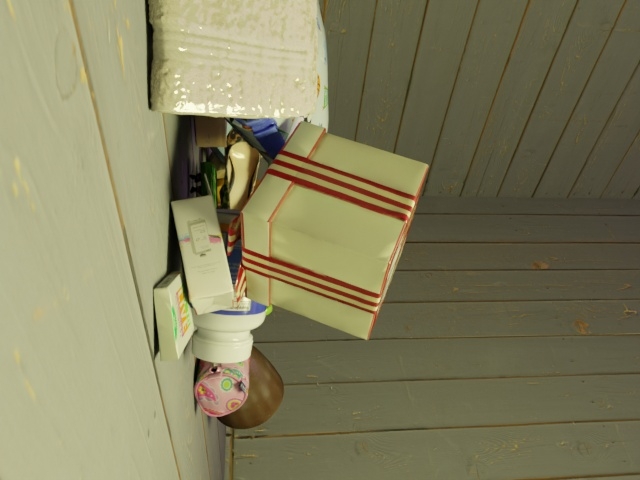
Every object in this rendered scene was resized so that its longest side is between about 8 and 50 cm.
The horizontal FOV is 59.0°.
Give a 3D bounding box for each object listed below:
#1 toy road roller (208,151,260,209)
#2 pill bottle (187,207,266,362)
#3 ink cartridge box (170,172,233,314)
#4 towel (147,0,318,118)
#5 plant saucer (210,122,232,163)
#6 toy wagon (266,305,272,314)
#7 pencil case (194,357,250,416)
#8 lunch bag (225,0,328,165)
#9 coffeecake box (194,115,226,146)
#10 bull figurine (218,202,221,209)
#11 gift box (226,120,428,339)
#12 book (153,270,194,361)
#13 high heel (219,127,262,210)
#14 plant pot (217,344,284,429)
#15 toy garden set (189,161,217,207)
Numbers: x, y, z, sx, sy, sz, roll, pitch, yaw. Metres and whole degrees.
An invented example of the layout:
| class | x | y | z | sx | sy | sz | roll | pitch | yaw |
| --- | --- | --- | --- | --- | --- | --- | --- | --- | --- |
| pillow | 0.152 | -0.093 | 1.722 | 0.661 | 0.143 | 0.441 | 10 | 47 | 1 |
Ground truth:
| class | x | y | z | sx | sy | sz | roll | pitch | yaw |
| --- | --- | --- | --- | --- | --- | --- | --- | --- | --- |
| toy road roller | -0.200 | -0.100 | 1.631 | 0.202 | 0.241 | 0.329 | -98 | -169 | -49 |
| pill bottle | -0.172 | 0.081 | 1.056 | 0.152 | 0.152 | 0.271 | -132 | -132 | -80 |
| ink cartridge box | -0.189 | 0.007 | 0.894 | 0.115 | 0.067 | 0.198 | 112 | -35 | -69 |
| towel | -0.108 | -0.261 | 0.765 | 0.049 | 0.282 | 0.187 | 9 | -77 | 41 |
| plant saucer | -0.245 | -0.246 | 1.466 | 0.195 | 0.037 | 0.195 | 47 | 23 | -26 |
| toy wagon | -0.160 | 0.056 | 1.423 | 0.068 | 0.344 | 0.267 | 12 | -60 | 40 |
| pencil case | -0.229 | 0.284 | 1.336 | 0.284 | 0.124 | 0.124 | -104 | -164 | -68 |
| lunch bag | -0.105 | -0.331 | 1.042 | 0.328 | 0.239 | 0.385 | 41 | 40 | -76 |
| coffeecake box | -0.241 | -0.323 | 1.260 | 0.142 | 0.068 | 0.185 | 99 | -11 | -51 |
| bull figurine | -0.223 | 0.044 | 1.478 | 0.101 | 0.188 | 0.310 | 19 | -57 | 42 |
| gift box | 0.000 | 0.000 | 0.926 | 0.276 | 0.258 | 0.255 | 100 | 14 | -46 |
| book | -0.207 | 0.100 | 0.790 | 0.144 | 0.035 | 0.096 | -134 | -141 | -81 |
| high heel | -0.170 | -0.149 | 1.273 | 0.186 | 0.093 | 0.261 | -111 | -143 | -51 |
| plant pot | -0.227 | 0.370 | 1.563 | 0.230 | 0.216 | 0.215 | 79 | 3 | -46 |
| toy garden set | -0.250 | -0.056 | 1.216 | 0.244 | 0.049 | 0.203 | -168 | -104 | -82 |
